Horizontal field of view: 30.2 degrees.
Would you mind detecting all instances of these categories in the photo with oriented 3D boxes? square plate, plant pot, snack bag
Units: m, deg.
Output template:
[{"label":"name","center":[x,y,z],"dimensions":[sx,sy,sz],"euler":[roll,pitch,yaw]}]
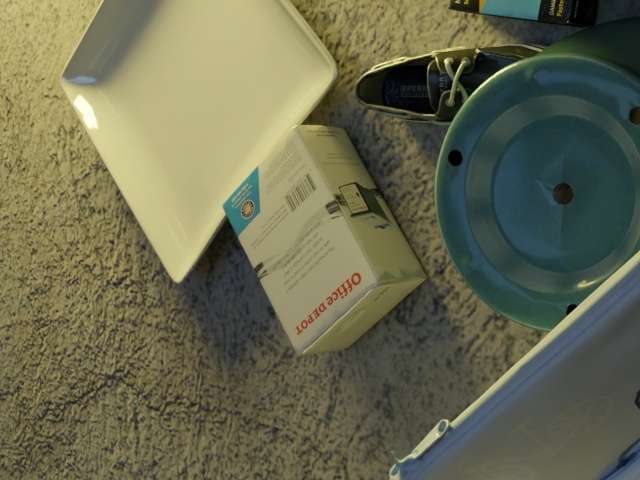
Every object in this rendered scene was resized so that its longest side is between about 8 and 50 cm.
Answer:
[{"label":"square plate","center":[-0.145,-0.186,1.352],"dimensions":[0.347,0.049,0.344],"euler":[-50,60,33]},{"label":"plant pot","center":[0.220,-0.038,0.858],"dimensions":[0.271,0.255,0.272],"euler":[4,97,38]},{"label":"snack bag","center":[0.266,0.108,0.799],"dimensions":[0.323,0.342,0.037],"euler":[-49,39,33]}]

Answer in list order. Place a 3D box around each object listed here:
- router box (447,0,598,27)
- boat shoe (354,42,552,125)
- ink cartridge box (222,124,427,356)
[{"label":"router box","center":[0.188,-0.282,1.036],"dimensions":[0.133,0.046,0.179],"euler":[17,104,42]},{"label":"boat shoe","center":[0.128,-0.137,1.083],"dimensions":[0.219,0.070,0.078],"euler":[-1,91,42]},{"label":"ink cartridge box","center":[0.000,0.000,1.203],"dimensions":[0.139,0.082,0.191],"euler":[-44,65,36]}]
